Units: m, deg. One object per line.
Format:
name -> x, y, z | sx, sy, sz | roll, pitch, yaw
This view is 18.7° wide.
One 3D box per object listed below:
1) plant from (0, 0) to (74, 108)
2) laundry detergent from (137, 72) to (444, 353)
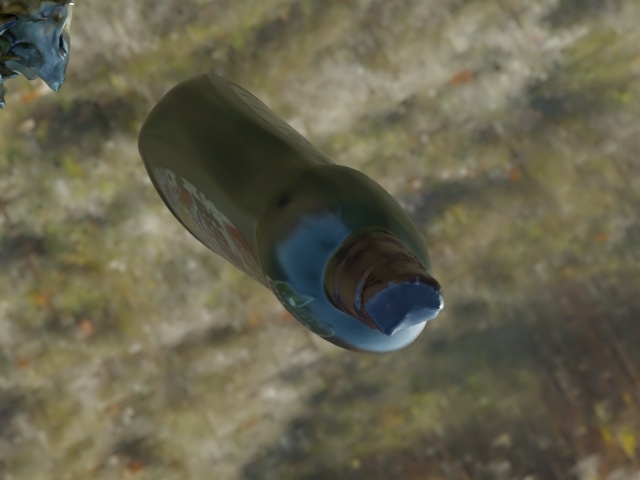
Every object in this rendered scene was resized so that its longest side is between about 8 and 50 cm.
plant -> -0.150, -0.071, 0.782 | 0.104, 0.122, 0.116 | 6, 154, -26
laundry detergent -> 0.000, 0.000, 0.946 | 0.078, 0.221, 0.144 | -44, 126, -7
